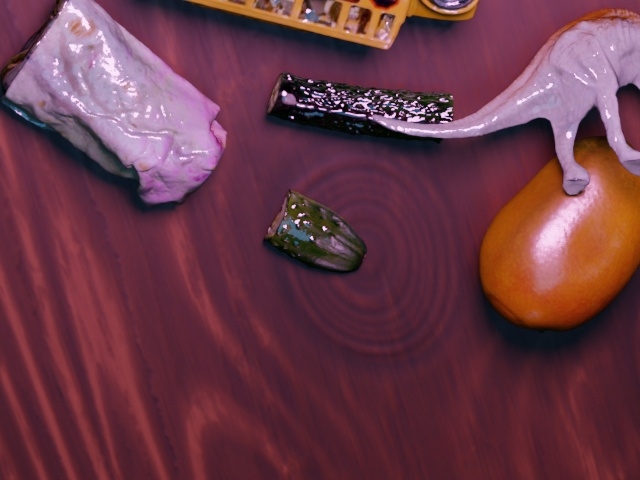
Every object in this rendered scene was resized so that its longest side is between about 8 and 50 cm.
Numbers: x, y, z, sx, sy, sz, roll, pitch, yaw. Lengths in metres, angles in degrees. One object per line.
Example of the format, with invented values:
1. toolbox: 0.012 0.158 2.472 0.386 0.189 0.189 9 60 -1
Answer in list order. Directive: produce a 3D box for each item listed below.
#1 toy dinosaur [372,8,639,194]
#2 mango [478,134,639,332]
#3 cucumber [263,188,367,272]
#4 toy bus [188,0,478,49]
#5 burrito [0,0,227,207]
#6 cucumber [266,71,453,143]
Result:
1. toy dinosaur: 0.251 -0.139 1.910 0.393 0.092 0.205 -9 65 6
2. mango: 0.262 -0.002 1.969 0.221 0.120 0.151 -45 101 -2
3. cucumber: 0.000 0.000 1.991 0.107 0.035 0.067 26 101 -14
4. toy bus: -0.010 -0.270 1.866 0.336 0.121 0.123 13 114 -9
5. burrito: -0.202 -0.134 1.907 0.229 0.089 0.144 37 103 -12
6. cucumber: 0.040 -0.135 1.943 0.187 0.058 0.058 7 106 -7
